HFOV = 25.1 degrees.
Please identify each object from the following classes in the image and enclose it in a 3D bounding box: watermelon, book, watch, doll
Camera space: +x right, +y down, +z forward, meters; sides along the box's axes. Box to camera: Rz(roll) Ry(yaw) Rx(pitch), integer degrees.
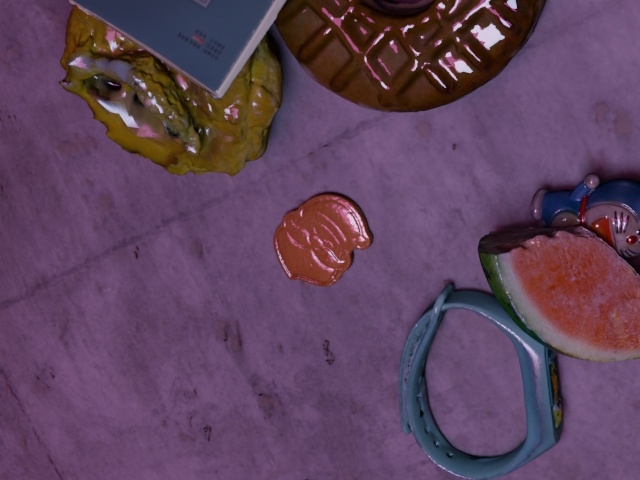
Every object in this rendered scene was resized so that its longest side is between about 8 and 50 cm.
[{"bbox_3d":[0.256,0.065,1.584,0.231,0.146,0.128,42,76,-16],"label":"watermelon"},{"bbox_3d":[-0.093,-0.363,1.513,0.264,0.031,0.379,36,94,31],"label":"book"},{"bbox_3d":[0.186,0.166,1.687,0.195,0.068,0.237,0,110,23],"label":"watch"},{"bbox_3d":[0.308,-0.025,1.568,0.151,0.085,0.114,4,132,30],"label":"doll"}]

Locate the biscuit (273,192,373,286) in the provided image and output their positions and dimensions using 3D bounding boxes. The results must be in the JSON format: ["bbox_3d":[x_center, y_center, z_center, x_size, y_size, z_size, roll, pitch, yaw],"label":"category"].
[{"bbox_3d":[0.000,0.000,1.726,0.130,0.019,0.102,-40,89,27],"label":"biscuit"}]

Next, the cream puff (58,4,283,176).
[{"bbox_3d":[-0.175,-0.186,1.631,0.281,0.185,0.282,7,119,13],"label":"cream puff"}]

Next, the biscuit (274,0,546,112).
[{"bbox_3d":[0.089,-0.300,1.551,0.332,0.103,0.332,6,108,18],"label":"biscuit"}]
